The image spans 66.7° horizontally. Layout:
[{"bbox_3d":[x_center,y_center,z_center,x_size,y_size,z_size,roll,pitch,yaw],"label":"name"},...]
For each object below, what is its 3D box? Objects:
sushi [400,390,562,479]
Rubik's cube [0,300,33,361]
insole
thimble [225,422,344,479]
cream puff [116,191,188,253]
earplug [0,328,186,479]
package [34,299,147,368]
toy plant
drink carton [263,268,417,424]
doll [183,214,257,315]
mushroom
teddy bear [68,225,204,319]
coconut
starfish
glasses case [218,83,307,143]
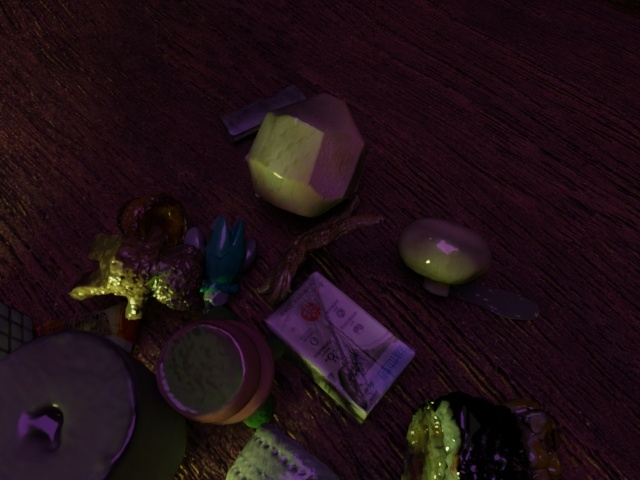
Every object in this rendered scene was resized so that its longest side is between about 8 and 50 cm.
[{"bbox_3d":[0.330,0.471,0.949,0.285,0.328,0.329,9,58,-6],"label":"sushi"},{"bbox_3d":[-0.838,0.277,1.119,0.237,0.238,0.237,-25,59,-2],"label":"Rubik's cube"},{"bbox_3d":[0.459,0.158,1.305,0.247,0.011,0.081,19,59,13],"label":"insole"},{"bbox_3d":[-0.068,0.500,0.989,0.245,0.217,0.157,16,60,42],"label":"thimble"},{"bbox_3d":[-0.494,-0.054,1.386,0.168,0.183,0.183,12,57,38],"label":"cream puff"},{"bbox_3d":[-0.432,0.388,0.964,0.312,0.394,0.313,-3,60,5],"label":"earplug"},{"bbox_3d":[-0.584,0.265,1.212,0.287,0.108,0.223,-15,58,-4],"label":"package"},{"bbox_3d":[-0.205,0.254,1.041,0.210,0.356,0.317,-31,73,5],"label":"toy plant"},{"bbox_3d":[0.041,0.255,1.188,0.324,0.132,0.194,38,66,19],"label":"drink carton"},{"bbox_3d":[-0.283,0.058,1.292,0.153,0.195,0.258,7,59,55],"label":"doll"},{"bbox_3d":[0.321,0.047,1.273,0.246,0.246,0.203,8,101,6],"label":"mushroom"},{"bbox_3d":[-0.449,0.079,1.220,0.296,0.222,0.247,-10,60,42],"label":"teddy bear"},{"bbox_3d":[-0.032,-0.249,1.376,0.352,0.353,0.353,-1,59,1],"label":"coconut"},{"bbox_3d":[0.000,0.000,1.274,0.432,0.324,0.082,-39,100,-17],"label":"starfish"},{"bbox_3d":[-0.190,-0.432,1.643,0.299,0.060,0.114,-30,63,-16],"label":"glasses case"}]
